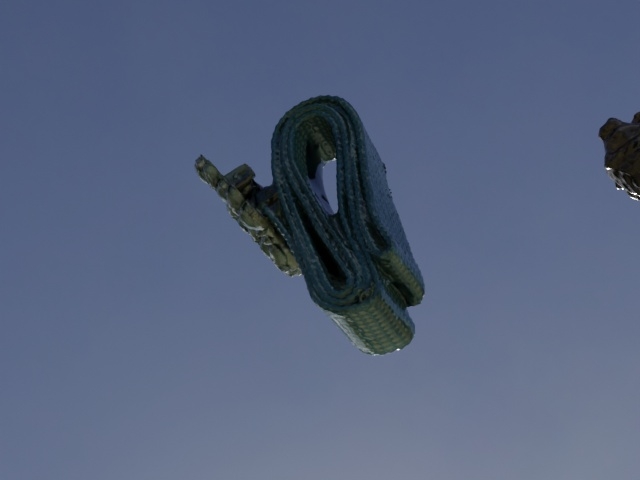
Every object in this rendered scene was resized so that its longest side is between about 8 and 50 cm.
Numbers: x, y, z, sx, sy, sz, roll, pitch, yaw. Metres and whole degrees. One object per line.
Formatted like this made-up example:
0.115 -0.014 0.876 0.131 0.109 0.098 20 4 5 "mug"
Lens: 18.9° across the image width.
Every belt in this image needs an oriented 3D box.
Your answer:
-0.002 -0.003 1.051 0.100 0.179 0.065 -29 -52 7 "belt"

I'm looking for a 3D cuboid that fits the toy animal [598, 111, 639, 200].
0.249 -0.042 0.952 0.220 0.086 0.069 -4 -69 28 "toy animal"
